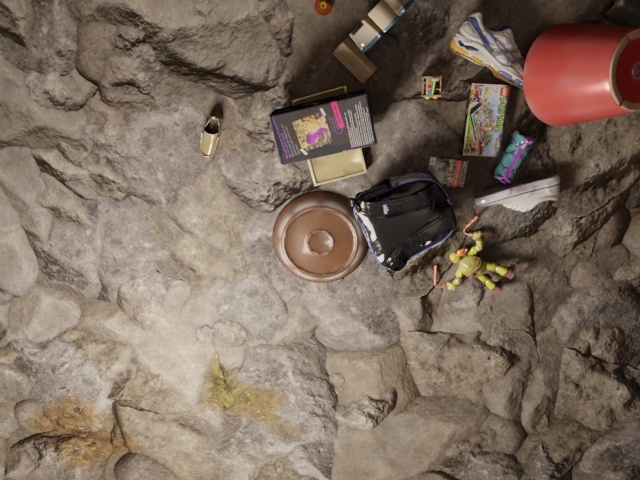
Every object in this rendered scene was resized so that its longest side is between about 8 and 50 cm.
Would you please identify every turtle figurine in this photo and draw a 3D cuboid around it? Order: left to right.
[{"bbox_3d":[0.495,0.071,1.750,0.218,0.087,0.269,23,108,-6],"label":"turtle figurine"}]

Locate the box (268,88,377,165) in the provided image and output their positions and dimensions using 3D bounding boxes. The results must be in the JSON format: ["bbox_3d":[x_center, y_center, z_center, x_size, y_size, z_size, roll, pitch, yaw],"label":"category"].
[{"bbox_3d":[0.009,-0.316,1.552,0.271,0.165,0.143,-11,108,6],"label":"box"}]

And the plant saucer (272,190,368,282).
[{"bbox_3d":[0.000,0.000,1.765,0.311,0.050,0.310,1,109,3],"label":"plant saucer"}]

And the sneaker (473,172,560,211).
[{"bbox_3d":[0.594,-0.128,1.674,0.259,0.094,0.091,-13,104,6],"label":"sneaker"}]

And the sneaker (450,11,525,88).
[{"bbox_3d":[0.511,-0.516,1.535,0.297,0.112,0.130,27,103,-10],"label":"sneaker"}]

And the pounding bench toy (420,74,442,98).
[{"bbox_3d":[0.316,-0.433,1.583,0.052,0.083,0.065,-1,108,2],"label":"pounding bench toy"}]

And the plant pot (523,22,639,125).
[{"bbox_3d":[0.712,-0.430,1.441,0.275,0.243,0.274,-6,104,-24],"label":"plant pot"}]

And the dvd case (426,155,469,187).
[{"bbox_3d":[0.383,-0.208,1.697,0.120,0.013,0.087,6,109,-1],"label":"dvd case"}]

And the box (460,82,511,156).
[{"bbox_3d":[0.479,-0.351,1.631,0.114,0.036,0.206,3,109,1],"label":"box"}]

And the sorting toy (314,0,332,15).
[{"bbox_3d":[-0.001,-0.671,1.533,0.061,0.042,0.101,-30,105,11],"label":"sorting toy"}]

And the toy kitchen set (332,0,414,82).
[{"bbox_3d":[0.166,-0.574,1.553,0.122,0.166,0.207,43,142,-11],"label":"toy kitchen set"}]

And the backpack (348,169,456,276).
[{"bbox_3d":[0.255,-0.075,1.646,0.264,0.213,0.276,-21,113,17],"label":"backpack"}]

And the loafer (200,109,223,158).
[{"bbox_3d":[-0.329,-0.314,1.664,0.056,0.050,0.147,15,109,-3],"label":"loafer"}]

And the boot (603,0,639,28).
[{"bbox_3d":[0.903,-0.641,1.506,0.209,0.076,0.189,33,105,-2],"label":"boot"}]

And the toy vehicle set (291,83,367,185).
[{"bbox_3d":[0.028,-0.309,1.661,0.166,0.035,0.266,-13,108,6],"label":"toy vehicle set"}]

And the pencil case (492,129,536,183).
[{"bbox_3d":[0.569,-0.244,1.647,0.065,0.070,0.151,22,109,-3],"label":"pencil case"}]
